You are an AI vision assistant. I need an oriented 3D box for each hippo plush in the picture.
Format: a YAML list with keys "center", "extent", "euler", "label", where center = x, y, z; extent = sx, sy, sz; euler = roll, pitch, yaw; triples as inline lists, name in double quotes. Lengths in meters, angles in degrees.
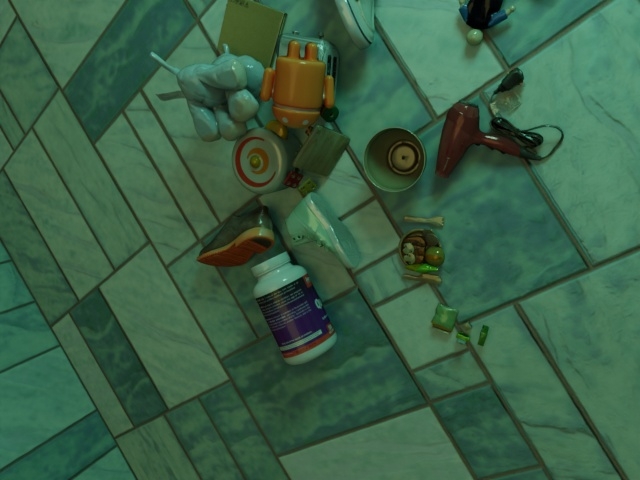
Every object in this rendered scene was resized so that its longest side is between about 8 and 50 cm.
- center: [-0.280, -0.427, 1.296]
  extent: [0.294, 0.236, 0.234]
  euler: [11, 124, 14]
  label: "hippo plush"

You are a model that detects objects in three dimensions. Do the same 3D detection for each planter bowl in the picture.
- center: [0.205, -0.213, 1.172]
  extent: [0.162, 0.109, 0.162]
  euler: [7, 105, 25]
  label: "planter bowl"

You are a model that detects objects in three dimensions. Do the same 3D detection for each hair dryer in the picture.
- center: [0.398, -0.246, 1.083]
  extent: [0.293, 0.080, 0.224]
  euler: [-30, 89, 30]
  label: "hair dryer"

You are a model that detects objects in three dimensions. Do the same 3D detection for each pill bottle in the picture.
- center: [-0.090, 0.204, 1.385]
  extent: [0.181, 0.181, 0.323]
  euler: [-25, 91, 29]
  label: "pill bottle"

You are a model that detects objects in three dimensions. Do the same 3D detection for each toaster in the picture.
- center: [-0.038, -0.448, 1.225]
  extent: [0.146, 0.129, 0.227]
  euler: [13, 109, 21]
  label: "toaster"

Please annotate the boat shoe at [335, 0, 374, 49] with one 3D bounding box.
- center: [0.107, -0.672, 1.104]
  extent: [0.156, 0.136, 0.367]
  euler: [-14, 86, 26]
  label: "boat shoe"

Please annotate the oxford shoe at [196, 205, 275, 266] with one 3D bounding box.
- center: [-0.281, -0.004, 1.487]
  extent: [0.363, 0.130, 0.133]
  euler: [-21, 60, 36]
  label: "oxford shoe"

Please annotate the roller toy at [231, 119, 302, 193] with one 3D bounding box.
- center: [-0.156, -0.237, 1.326]
  extent: [0.209, 0.146, 0.191]
  euler: [-17, 95, 29]
  label: "roller toy"

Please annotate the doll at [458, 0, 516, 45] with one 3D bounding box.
- center: [0.386, -0.547, 1.031]
  extent: [0.129, 0.046, 0.189]
  euler: [26, 113, 20]
  label: "doll"

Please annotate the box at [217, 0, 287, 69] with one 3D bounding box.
- center: [-0.207, -0.616, 1.327]
  extent: [0.201, 0.021, 0.164]
  euler: [28, 115, 17]
  label: "box"

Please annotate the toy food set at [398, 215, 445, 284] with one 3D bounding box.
- center: [0.276, 0.028, 1.237]
  extent: [0.132, 0.038, 0.192]
  euler: [5, 105, 26]
  label: "toy food set"

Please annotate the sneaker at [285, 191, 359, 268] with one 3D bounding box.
- center: [0.000, -0.001, 1.342]
  extent: [0.151, 0.094, 0.256]
  euler: [-39, 83, 32]
  label: "sneaker"

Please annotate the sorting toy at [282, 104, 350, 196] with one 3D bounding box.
- center: [-0.009, -0.252, 1.266]
  extent: [0.274, 0.132, 0.046]
  euler: [-57, 49, 23]
  label: "sorting toy"

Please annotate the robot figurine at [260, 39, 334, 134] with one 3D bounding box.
- center: [-0.053, -0.376, 1.116]
  extent: [0.128, 0.158, 0.219]
  euler: [28, 121, 36]
  label: "robot figurine"

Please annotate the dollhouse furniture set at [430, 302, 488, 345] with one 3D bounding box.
- center: [0.376, 0.238, 1.228]
  extent: [0.151, 0.058, 0.076]
  euler: [19, 110, 21]
  label: "dollhouse furniture set"
